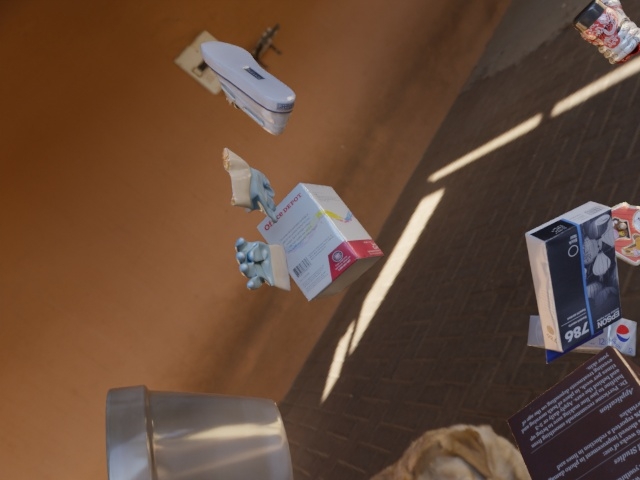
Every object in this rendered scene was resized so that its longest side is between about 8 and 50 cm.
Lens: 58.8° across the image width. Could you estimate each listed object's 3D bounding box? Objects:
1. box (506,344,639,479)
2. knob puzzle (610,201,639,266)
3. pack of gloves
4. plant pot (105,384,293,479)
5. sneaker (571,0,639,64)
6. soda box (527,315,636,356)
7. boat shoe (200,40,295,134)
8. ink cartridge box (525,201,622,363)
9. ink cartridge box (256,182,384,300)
[{"bbox_3d":[0.382,0.324,0.644,0.191,0.143,0.381,-46,20,22],"label":"box"},{"bbox_3d":[0.851,-0.022,1.556,0.213,0.213,0.030,-55,-11,-21],"label":"knob puzzle"},{"bbox_3d":[-0.108,-0.016,0.873,0.046,0.194,0.232,-9,-8,11],"label":"pack of gloves"},{"bbox_3d":[-0.205,0.393,0.982,0.281,0.322,0.323,-7,-6,-18],"label":"plant pot"},{"bbox_3d":[0.638,-0.465,1.245,0.090,0.145,0.270,-47,-2,39],"label":"sneaker"},{"bbox_3d":[0.696,0.253,1.534,0.286,0.098,0.091,160,122,-68],"label":"soda box"},{"bbox_3d":[-0.148,-0.298,1.101,0.096,0.267,0.088,-24,-36,-41],"label":"boat shoe"},{"bbox_3d":[0.523,0.103,1.156,0.166,0.332,0.065,-26,26,-13],"label":"ink cartridge box"},{"bbox_3d":[0.000,0.000,1.043,0.128,0.176,0.127,-43,-17,22],"label":"ink cartridge box"}]
